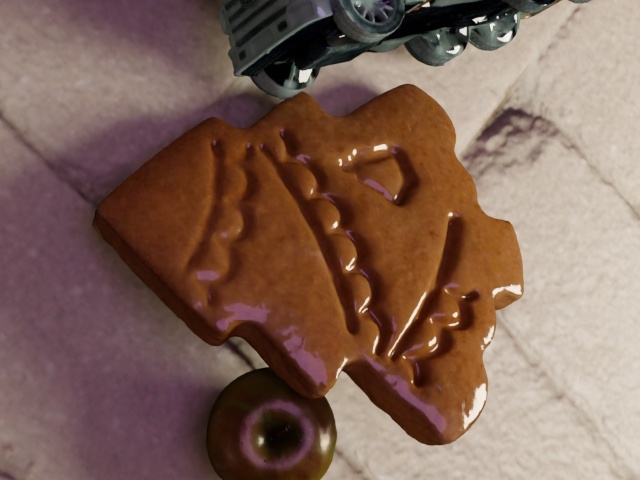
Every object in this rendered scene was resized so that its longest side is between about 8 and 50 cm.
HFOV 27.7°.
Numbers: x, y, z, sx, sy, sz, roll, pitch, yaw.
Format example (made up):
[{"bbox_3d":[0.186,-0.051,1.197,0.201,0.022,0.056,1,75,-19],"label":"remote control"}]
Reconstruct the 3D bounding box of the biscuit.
[{"bbox_3d":[0.000,0.000,0.879,0.306,0.043,0.284,6,60,-21],"label":"biscuit"}]

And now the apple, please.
[{"bbox_3d":[-0.034,0.129,0.865,0.089,0.074,0.090,4,82,-25],"label":"apple"}]

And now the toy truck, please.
[{"bbox_3d":[0.046,-0.219,0.912,0.338,0.133,0.185,-16,86,-34],"label":"toy truck"}]
